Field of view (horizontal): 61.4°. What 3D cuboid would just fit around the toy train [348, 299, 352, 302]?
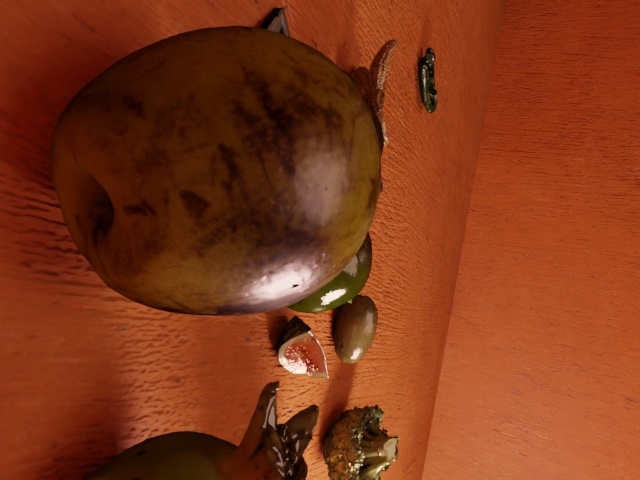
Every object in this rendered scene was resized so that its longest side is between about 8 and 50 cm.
[{"bbox_3d":[0.035,0.090,1.086,0.056,0.093,0.038,96,16,-48],"label":"toy train"}]

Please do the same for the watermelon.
[{"bbox_3d":[-0.044,0.198,0.968,0.069,0.087,0.163,-35,137,-19],"label":"watermelon"}]

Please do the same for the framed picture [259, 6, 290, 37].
[{"bbox_3d":[-0.074,-0.185,0.763,0.192,0.018,0.266,75,24,-43],"label":"framed picture"}]

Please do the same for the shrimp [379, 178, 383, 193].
[{"bbox_3d":[0.083,-0.074,1.160,0.126,0.047,0.224,3,103,-45],"label":"shrimp"}]

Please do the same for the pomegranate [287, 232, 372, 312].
[{"bbox_3d":[0.005,0.001,0.892,0.190,0.159,0.241,-21,112,-66],"label":"pomegranate"}]

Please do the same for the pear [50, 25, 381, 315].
[{"bbox_3d":[-0.087,-0.055,0.490,0.283,0.283,0.284,9,90,-68],"label":"pear"}]

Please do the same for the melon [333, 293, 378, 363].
[{"bbox_3d":[0.078,0.201,1.225,0.099,0.099,0.162,2,100,-68],"label":"melon"}]

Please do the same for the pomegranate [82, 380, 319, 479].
[{"bbox_3d":[-0.123,0.295,0.541,0.341,0.260,0.260,-54,155,-2],"label":"pomegranate"}]

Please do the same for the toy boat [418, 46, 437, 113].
[{"bbox_3d":[0.327,-0.478,1.634,0.210,0.052,0.104,71,33,-48],"label":"toy boat"}]

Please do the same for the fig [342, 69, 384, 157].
[{"bbox_3d":[0.049,-0.222,0.967,0.149,0.149,0.246,58,34,-59],"label":"fig"}]

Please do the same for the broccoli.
[{"bbox_3d":[0.103,0.505,1.296,0.226,0.176,0.198,-28,103,-27],"label":"broccoli"}]

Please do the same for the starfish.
[{"bbox_3d":[0.094,-0.278,1.052,0.071,0.216,0.238,17,109,-32],"label":"starfish"}]
